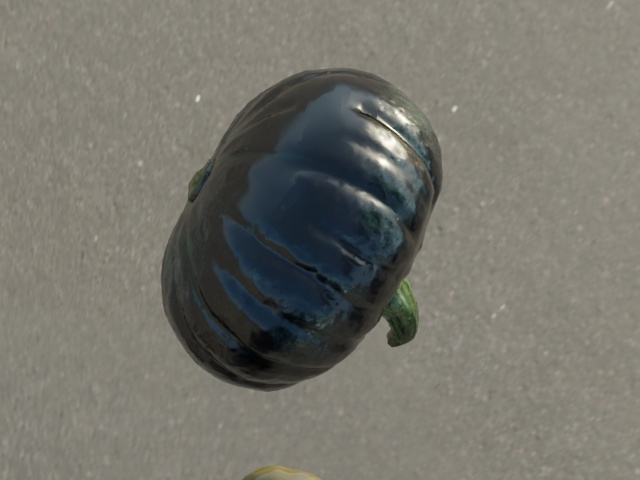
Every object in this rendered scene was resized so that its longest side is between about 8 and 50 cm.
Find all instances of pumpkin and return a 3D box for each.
[{"bbox_3d":[-0.011,-0.008,0.764,0.150,0.194,0.194,9,62,3],"label":"pumpkin"}]

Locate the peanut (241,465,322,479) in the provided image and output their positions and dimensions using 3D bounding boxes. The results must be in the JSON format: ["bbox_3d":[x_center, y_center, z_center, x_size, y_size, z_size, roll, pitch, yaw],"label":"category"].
[{"bbox_3d":[-0.066,0.238,0.652,0.136,0.120,0.298,28,106,-1],"label":"peanut"}]
